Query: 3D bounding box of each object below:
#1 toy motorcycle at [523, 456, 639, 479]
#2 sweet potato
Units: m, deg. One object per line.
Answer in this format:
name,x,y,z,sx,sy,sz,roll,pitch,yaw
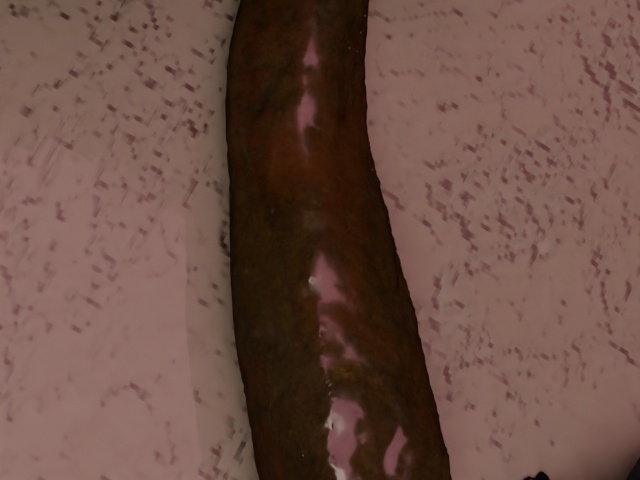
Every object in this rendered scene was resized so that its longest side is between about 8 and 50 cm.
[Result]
toy motorcycle,0.167,0.090,0.734,0.159,0.106,0.270,31,77,-17
sweet potato,0.000,0.000,0.712,0.075,0.075,0.273,-4,79,-19
